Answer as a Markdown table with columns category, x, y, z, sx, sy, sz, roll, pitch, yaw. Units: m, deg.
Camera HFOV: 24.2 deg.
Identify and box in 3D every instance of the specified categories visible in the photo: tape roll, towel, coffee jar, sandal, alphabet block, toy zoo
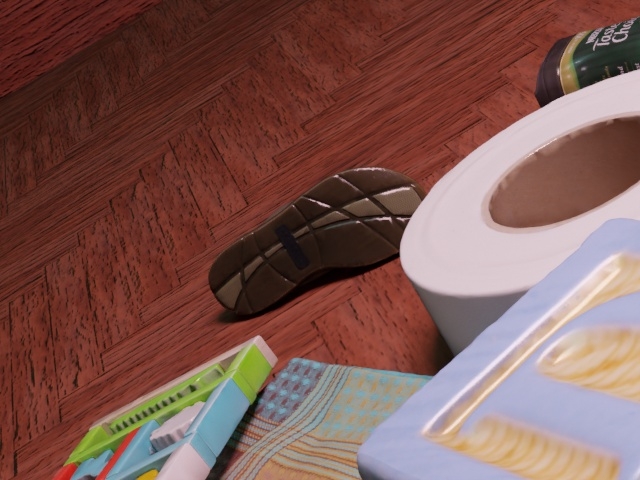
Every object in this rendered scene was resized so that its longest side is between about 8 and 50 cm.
| category | x | y | z | sx | sy | sz | roll | pitch | yaw |
| --- | --- | --- | --- | --- | --- | --- | --- | --- | --- |
| tape roll | 0.202 | -0.011 | 1.062 | 0.286 | 0.100 | 0.286 | -26 | 22 | 11 |
| towel | 0.004 | 0.179 | 0.990 | 0.271 | 0.040 | 0.370 | -42 | 24 | -28 |
| coffee jar | 0.280 | -0.153 | 1.292 | 0.184 | 0.079 | 0.096 | -14 | 27 | 37 |
| sandal | 0.000 | 0.000 | 1.353 | 0.219 | 0.090 | 0.060 | -31 | -1 | 19 |
| alphabet block | 0.169 | 0.129 | 0.670 | 0.193 | 0.197 | 0.192 | -39 | 24 | -18 |
| toy zoo | -0.154 | 0.189 | 1.110 | 0.192 | 0.030 | 0.293 | -29 | 14 | 29 |
